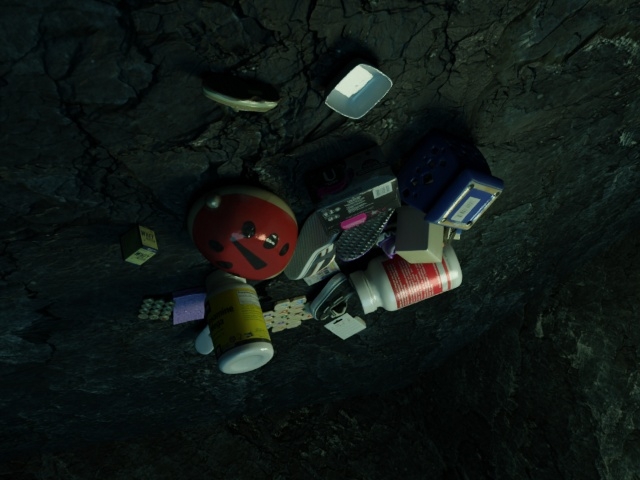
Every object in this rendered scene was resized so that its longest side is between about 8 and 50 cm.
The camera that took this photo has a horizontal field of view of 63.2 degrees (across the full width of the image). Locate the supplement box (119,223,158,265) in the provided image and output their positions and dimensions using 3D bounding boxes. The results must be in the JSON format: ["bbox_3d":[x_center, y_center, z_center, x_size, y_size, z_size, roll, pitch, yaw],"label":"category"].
[{"bbox_3d":[-0.516,0.013,1.473,0.083,0.083,0.056,-34,149,18],"label":"supplement box"}]

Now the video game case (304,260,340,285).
[{"bbox_3d":[-0.005,0.115,2.033,0.143,0.019,0.157,-25,149,5],"label":"video game case"}]

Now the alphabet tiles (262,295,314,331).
[{"bbox_3d":[-0.144,0.325,2.284,0.278,0.021,0.284,-12,149,-16],"label":"alphabet tiles"}]

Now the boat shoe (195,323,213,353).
[{"bbox_3d":[-0.383,0.336,2.081,0.301,0.108,0.102,-50,174,21],"label":"boat shoe"}]

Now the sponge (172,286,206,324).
[{"bbox_3d":[-0.487,0.242,1.919,0.117,0.031,0.210,-8,148,-21],"label":"sponge"}]

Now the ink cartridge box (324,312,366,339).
[{"bbox_3d":[0.122,0.420,2.610,0.145,0.045,0.179,-32,130,20],"label":"ink cartridge box"}]

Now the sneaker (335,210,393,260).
[{"bbox_3d":[0.154,-0.032,1.715,0.293,0.102,0.146,-50,170,-18],"label":"sneaker"}]

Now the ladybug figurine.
[{"bbox_3d":[-0.219,-0.005,1.556,0.305,0.162,0.449,-27,150,10],"label":"ladybug figurine"}]

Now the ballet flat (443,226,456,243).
[{"bbox_3d":[0.481,-0.104,1.885,0.084,0.058,0.250,-29,137,-49],"label":"ballet flat"}]

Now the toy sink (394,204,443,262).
[{"bbox_3d":[0.351,-0.051,1.850,0.131,0.234,0.153,-3,161,31],"label":"toy sink"}]

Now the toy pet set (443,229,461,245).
[{"bbox_3d":[0.480,-0.039,1.988,0.114,0.122,0.065,4,128,17],"label":"toy pet set"}]

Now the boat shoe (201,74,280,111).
[{"bbox_3d":[-0.185,-0.317,1.170,0.190,0.068,0.072,3,154,-36],"label":"boat shoe"}]

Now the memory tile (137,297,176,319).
[{"bbox_3d":[-0.585,0.246,1.851,0.113,0.012,0.148,12,142,-23],"label":"memory tile"}]

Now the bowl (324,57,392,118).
[{"bbox_3d":[0.087,-0.373,1.258,0.142,0.053,0.142,15,135,-45],"label":"bowl"}]

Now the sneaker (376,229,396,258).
[{"bbox_3d":[0.334,0.002,1.980,0.236,0.104,0.095,-19,149,-6],"label":"sneaker"}]

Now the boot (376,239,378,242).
[{"bbox_3d":[0.152,0.005,1.864,0.082,0.106,0.219,-37,146,26],"label":"boot"}]

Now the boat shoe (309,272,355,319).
[{"bbox_3d":[0.048,0.267,2.174,0.121,0.119,0.335,-27,158,-29],"label":"boat shoe"}]

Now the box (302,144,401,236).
[{"bbox_3d":[0.094,-0.148,1.544,0.247,0.142,0.163,-23,149,1],"label":"box"}]

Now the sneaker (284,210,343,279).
[{"bbox_3d":[0.000,0.000,1.746,0.127,0.126,0.321,-5,142,-49],"label":"sneaker"}]

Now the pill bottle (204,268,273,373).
[{"bbox_3d":[-0.292,0.266,1.778,0.188,0.334,0.188,-16,150,-10],"label":"pill bottle"}]

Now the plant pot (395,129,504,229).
[{"bbox_3d":[0.399,-0.168,1.599,0.236,0.212,0.236,8,129,-41],"label":"plant pot"}]

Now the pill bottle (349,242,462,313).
[{"bbox_3d":[0.335,0.145,2.088,0.407,0.229,0.229,-20,150,-2],"label":"pill bottle"}]
